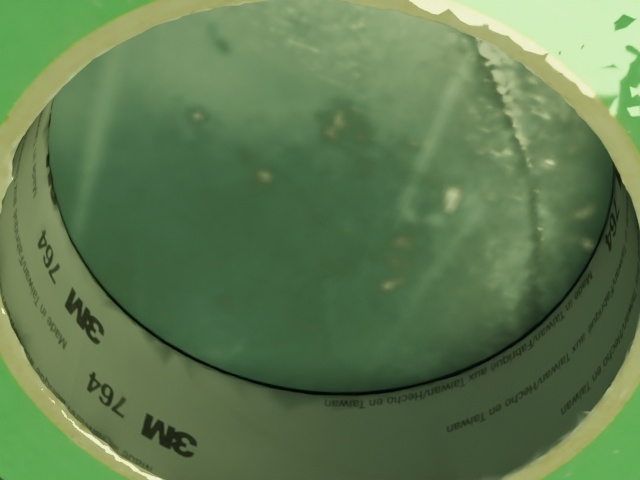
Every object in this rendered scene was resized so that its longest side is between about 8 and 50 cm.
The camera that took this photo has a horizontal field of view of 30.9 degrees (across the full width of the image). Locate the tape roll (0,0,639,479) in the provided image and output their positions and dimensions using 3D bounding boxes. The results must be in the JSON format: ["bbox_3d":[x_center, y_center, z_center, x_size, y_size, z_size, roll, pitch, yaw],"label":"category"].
[{"bbox_3d":[0.000,0.000,0.428,0.321,0.077,0.321,2,126,3],"label":"tape roll"}]
